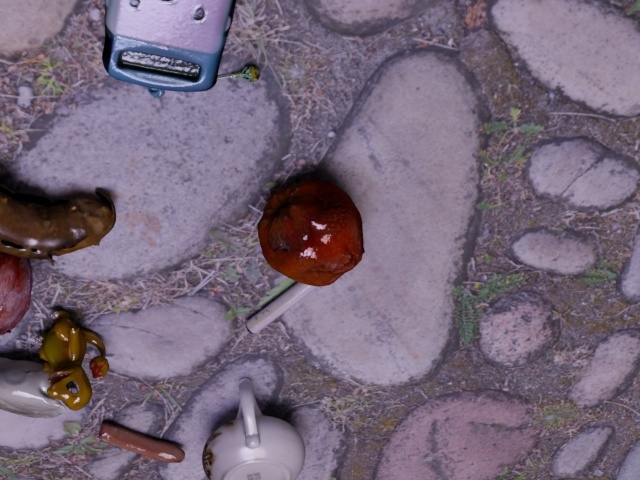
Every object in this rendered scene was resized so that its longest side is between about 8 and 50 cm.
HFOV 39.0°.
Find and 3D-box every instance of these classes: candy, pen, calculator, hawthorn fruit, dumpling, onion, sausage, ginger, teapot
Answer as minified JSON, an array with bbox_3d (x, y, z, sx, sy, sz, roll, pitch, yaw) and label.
[{"bbox_3d":[-0.129,-0.239,1.323,0.083,0.025,0.023,-8,103,8],"label":"candy"},{"bbox_3d":[-0.030,0.084,1.595,0.269,0.033,0.033,-38,125,20],"label":"pen"},{"bbox_3d":[-0.202,-0.321,1.221,0.173,0.051,0.293,7,128,-17],"label":"calculator"},{"bbox_3d":[-0.012,-0.005,1.445,0.173,0.173,0.179,-13,129,1],"label":"hawthorn fruit"},{"bbox_3d":[-0.539,0.269,1.621,0.176,0.092,0.150,7,143,-9],"label":"dumpling"},{"bbox_3d":[-0.525,0.053,1.425,0.159,0.159,0.195,27,90,-28],"label":"onion"},{"bbox_3d":[-0.357,0.405,1.799,0.186,0.043,0.043,26,121,-26],"label":"sausage"},{"bbox_3d":[-0.467,-0.044,1.359,0.309,0.107,0.133,15,90,-28],"label":"ginger"},{"bbox_3d":[-0.131,0.411,1.783,0.204,0.139,0.298,-1,132,-7],"label":"teapot"}]

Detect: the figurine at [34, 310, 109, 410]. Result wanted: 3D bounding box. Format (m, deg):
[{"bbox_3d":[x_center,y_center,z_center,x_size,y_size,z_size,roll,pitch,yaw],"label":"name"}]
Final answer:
[{"bbox_3d":[-0.417,0.216,1.552,0.122,0.176,0.121,18,127,-37],"label":"figurine"}]
